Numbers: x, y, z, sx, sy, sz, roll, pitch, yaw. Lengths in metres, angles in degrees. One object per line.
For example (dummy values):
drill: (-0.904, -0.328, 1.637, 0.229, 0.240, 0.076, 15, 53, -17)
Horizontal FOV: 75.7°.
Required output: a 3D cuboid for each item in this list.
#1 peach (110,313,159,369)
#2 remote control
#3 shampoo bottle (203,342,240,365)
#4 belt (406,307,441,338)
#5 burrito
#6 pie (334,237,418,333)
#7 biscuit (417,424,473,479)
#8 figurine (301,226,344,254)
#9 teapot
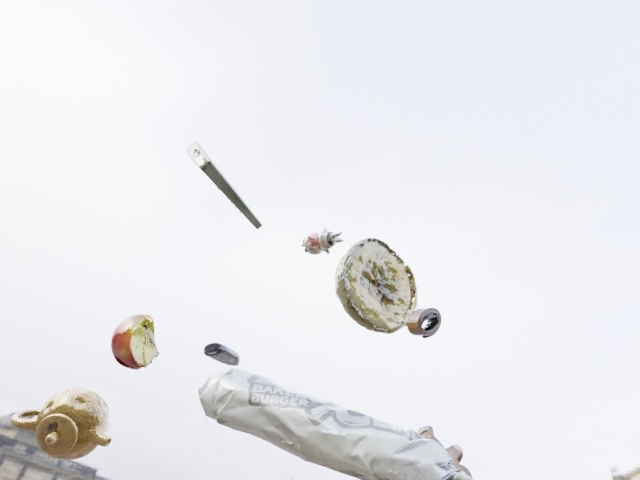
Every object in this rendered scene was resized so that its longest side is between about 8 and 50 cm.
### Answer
peach: (-0.484, 0.259, 1.069, 0.118, 0.151, 0.151, -1, -47, 7)
remote control: (-0.250, -0.135, 1.102, 0.038, 0.123, 0.285, -38, -37, -4)
shampoo bottle: (-0.376, 0.451, 1.617, 0.086, 0.049, 0.234, -12, -29, 7)
belt: (0.223, 0.175, 0.875, 0.083, 0.059, 0.036, -14, -2, -38)
burrito: (0.017, 0.309, 0.649, 0.445, 0.101, 0.139, 13, -31, 18)
pie: (0.154, 0.117, 1.105, 0.274, 0.274, 0.055, 27, -35, -20)
biscuit: (0.303, 0.564, 1.054, 0.138, 0.205, 0.031, -25, -62, -20)
figurine: (0.001, 0.010, 1.280, 0.146, 0.098, 0.081, -17, -81, 62)
teapot: (-0.757, 0.547, 1.208, 0.310, 0.167, 0.204, 12, -90, 2)
